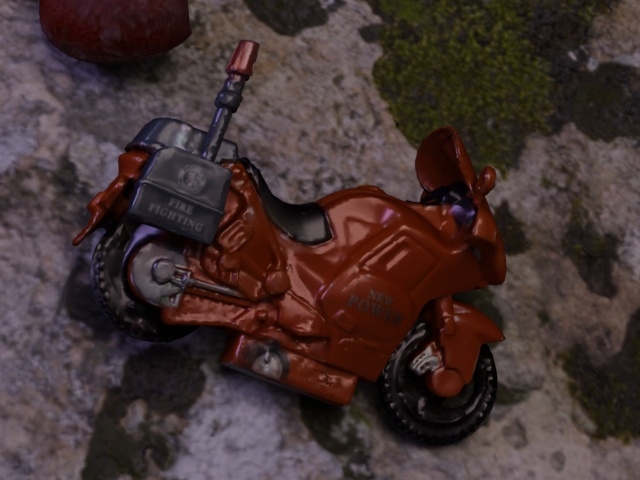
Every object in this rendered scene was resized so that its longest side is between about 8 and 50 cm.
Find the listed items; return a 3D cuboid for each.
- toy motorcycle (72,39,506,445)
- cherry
[{"bbox_3d":[0.000,0.000,1.132,0.326,0.148,0.221,22,79,-14],"label":"toy motorcycle"},{"bbox_3d":[-0.202,-0.197,1.197,0.226,0.090,0.107,19,64,-6],"label":"cherry"}]
